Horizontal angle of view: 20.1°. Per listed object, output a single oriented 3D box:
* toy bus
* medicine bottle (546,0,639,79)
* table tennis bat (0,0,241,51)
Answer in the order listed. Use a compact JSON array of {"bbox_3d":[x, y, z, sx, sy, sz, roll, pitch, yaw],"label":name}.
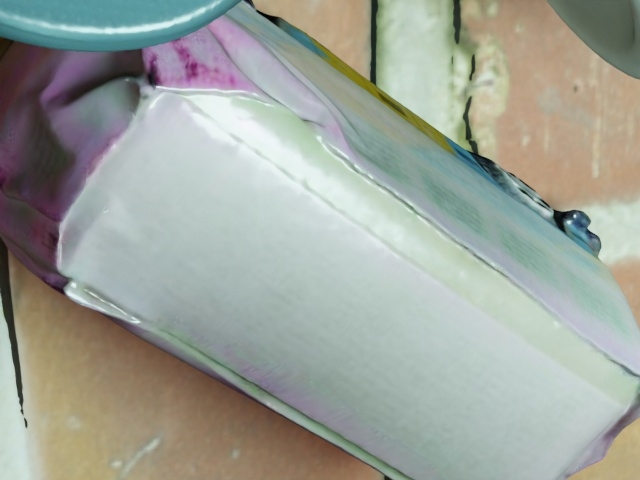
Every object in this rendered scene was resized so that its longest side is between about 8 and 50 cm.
[{"bbox_3d":[0.000,0.000,0.920,0.386,0.162,0.171,32,102,-31],"label":"toy bus"},{"bbox_3d":[0.256,-0.254,0.861,0.371,0.211,0.211,-33,123,-3],"label":"medicine bottle"},{"bbox_3d":[-0.154,-0.212,0.766,0.329,0.044,0.215,33,66,-15],"label":"table tennis bat"}]
